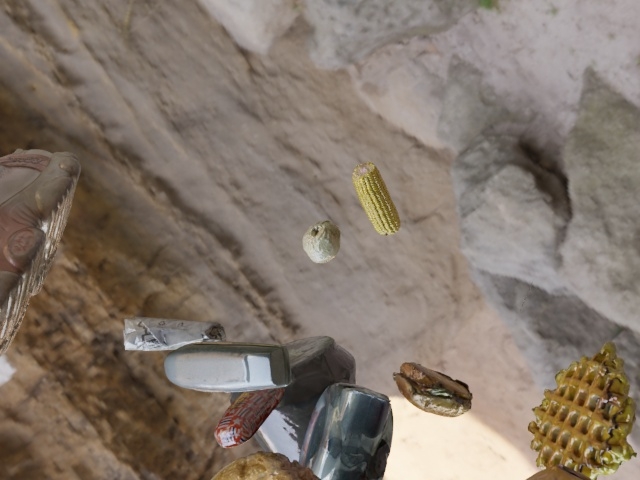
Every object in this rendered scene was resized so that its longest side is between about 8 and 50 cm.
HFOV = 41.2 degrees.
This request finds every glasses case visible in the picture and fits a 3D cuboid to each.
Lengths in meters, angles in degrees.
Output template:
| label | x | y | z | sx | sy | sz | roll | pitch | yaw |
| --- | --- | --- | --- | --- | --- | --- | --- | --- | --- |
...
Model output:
| label | x | y | z | sx | sy | sz | roll | pitch | yaw |
| --- | --- | --- | --- | --- | --- | --- | --- | --- | --- |
| glasses case | -0.123 | 0.287 | 1.445 | 0.049 | 0.073 | 0.194 | 66 | -158 | -8 |

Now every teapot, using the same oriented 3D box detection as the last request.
| label | x | y | z | sx | sy | sz | roll | pitch | yaw |
| --- | --- | --- | --- | --- | --- | --- | --- | --- | --- |
| teapot | -0.009 | 0.432 | 1.955 | 0.376 | 0.305 | 0.362 | -4 | 107 | 62 |

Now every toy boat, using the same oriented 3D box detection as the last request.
| label | x | y | z | sx | sy | sz | roll | pitch | yaw |
| --- | --- | --- | --- | --- | --- | --- | --- | --- | --- |
| toy boat | -0.144 | 0.189 | 1.281 | 0.260 | 0.085 | 0.078 | -7 | 89 | 39 |

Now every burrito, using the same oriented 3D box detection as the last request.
| label | x | y | z | sx | sy | sz | roll | pitch | yaw |
| --- | --- | --- | --- | --- | --- | --- | --- | --- | --- |
| burrito | -0.277 | 0.179 | 1.606 | 0.064 | 0.203 | 0.064 | 2 | -90 | -88 |

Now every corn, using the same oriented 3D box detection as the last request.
| label | x | y | z | sx | sy | sz | roll | pitch | yaw |
| --- | --- | --- | --- | --- | --- | --- | --- | --- | --- |
| corn | 0.149 | -0.106 | 2.270 | 0.081 | 0.081 | 0.248 | 35 | 162 | 43 |

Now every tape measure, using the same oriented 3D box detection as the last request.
| label | x | y | z | sx | sy | sz | roll | pitch | yaw |
| --- | --- | --- | --- | --- | --- | --- | --- | --- | --- |
| tape measure | 0.051 | 0.407 | 1.638 | 0.147 | 0.256 | 0.275 | 18 | 169 | -6 |

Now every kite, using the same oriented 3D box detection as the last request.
| label | x | y | z | sx | sy | sz | roll | pitch | yaw |
| --- | --- | --- | --- | --- | --- | --- | --- | --- | --- |
| kite | 0.348 | 0.100 | 1.449 | 0.002 | 0.078 | 0.044 | 24 | -178 | 13 |

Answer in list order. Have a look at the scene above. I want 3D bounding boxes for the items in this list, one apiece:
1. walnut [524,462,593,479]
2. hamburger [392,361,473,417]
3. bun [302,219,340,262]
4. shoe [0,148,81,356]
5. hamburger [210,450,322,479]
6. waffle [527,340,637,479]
| label | x | y | z | sx | sy | sz | roll | pitch | yaw |
| --- | --- | --- | --- | --- | --- | --- | --- | --- | --- |
| walnut | 0.246 | 0.321 | 0.872 | 0.144 | 0.144 | 0.180 | 135 | 138 | -72 |
| hamburger | 0.232 | 0.321 | 1.750 | 0.176 | 0.087 | 0.102 | 26 | -171 | -4 |
| bun | 0.000 | 0.000 | 2.216 | 0.115 | 0.115 | 0.069 | 33 | 175 | 46 |
| shoe | -0.398 | -0.023 | 0.962 | 0.198 | 0.172 | 0.351 | 21 | -158 | -13 |
| hamburger | -0.108 | 0.454 | 1.320 | 0.146 | 0.286 | 0.243 | 53 | -153 | -20 |
| waffle | 0.432 | 0.297 | 1.414 | 0.058 | 0.243 | 0.238 | 23 | 130 | -12 |
